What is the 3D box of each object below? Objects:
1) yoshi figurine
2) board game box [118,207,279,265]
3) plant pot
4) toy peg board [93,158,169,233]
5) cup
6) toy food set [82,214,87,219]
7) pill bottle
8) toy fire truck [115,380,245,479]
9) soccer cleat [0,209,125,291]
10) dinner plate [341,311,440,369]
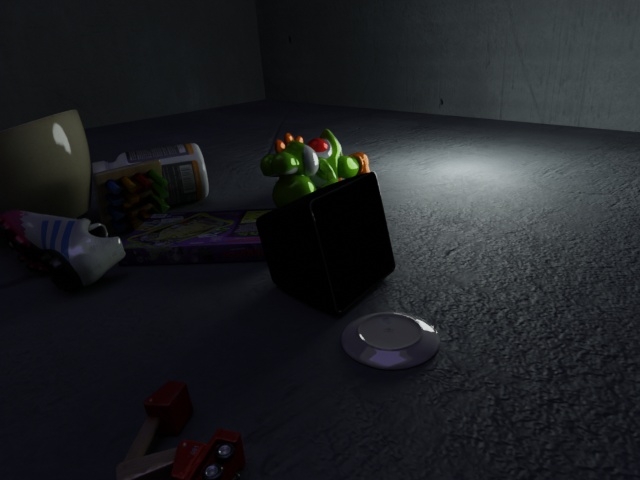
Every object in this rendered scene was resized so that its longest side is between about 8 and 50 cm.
[{"bbox_3d":[-0.019,-0.154,1.248,0.362,0.203,0.203,-13,62,-54],"label":"yoshi figurine"},{"bbox_3d":[-0.241,-0.013,1.053,0.347,0.056,0.208,-2,19,6],"label":"board game box"},{"bbox_3d":[0.000,0.000,0.833,0.167,0.188,0.187,-2,20,41],"label":"plant pot"},{"bbox_3d":[-0.441,-0.094,1.147,0.161,0.161,0.079,-24,45,-39],"label":"toy peg board"},{"bbox_3d":[-0.702,-0.150,1.164,0.331,0.237,0.331,-19,20,7],"label":"cup"},{"bbox_3d":[-0.647,-0.029,1.195,0.122,0.019,0.078,-20,27,-16],"label":"toy food set"},{"bbox_3d":[-0.460,-0.169,1.301,0.278,0.162,0.162,-13,25,-20],"label":"pill bottle"},{"bbox_3d":[-0.152,0.228,0.475,0.135,0.047,0.192,4,25,19],"label":"toy fire truck"},{"bbox_3d":[-0.530,0.002,0.977,0.331,0.116,0.143,22,44,32],"label":"soccer cleat"},{"bbox_3d":[0.100,0.136,0.686,0.141,0.017,0.141,-3,22,1],"label":"dinner plate"}]
